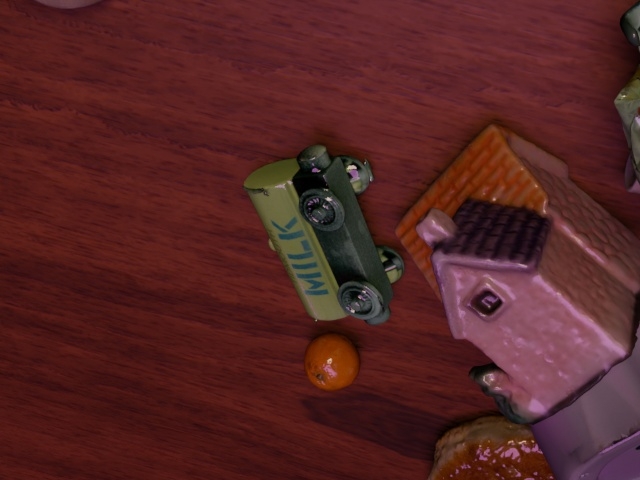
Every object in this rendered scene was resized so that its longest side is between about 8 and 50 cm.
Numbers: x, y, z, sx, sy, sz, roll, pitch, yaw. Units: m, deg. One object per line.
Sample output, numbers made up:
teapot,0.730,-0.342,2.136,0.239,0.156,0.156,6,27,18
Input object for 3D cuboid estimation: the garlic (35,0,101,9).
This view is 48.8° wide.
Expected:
garlic,-0.282,-0.286,0.748,0.152,0.066,0.084,34,123,-9

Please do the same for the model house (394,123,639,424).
model house,0.194,0.035,0.770,0.237,0.237,0.202,42,131,1

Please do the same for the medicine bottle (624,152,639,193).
medicine bottle,0.448,-0.061,0.745,0.231,0.059,0.059,10,126,6

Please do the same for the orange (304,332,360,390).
orange,0.015,0.172,0.996,0.084,0.083,0.083,6,126,9

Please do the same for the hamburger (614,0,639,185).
hamburger,0.380,-0.129,0.646,0.261,0.150,0.276,-13,100,-6

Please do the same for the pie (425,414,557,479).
pie,0.322,0.381,1.068,0.315,0.092,0.315,6,124,9

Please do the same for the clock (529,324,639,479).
clock,0.414,0.201,0.828,0.339,0.102,0.338,-11,141,-9

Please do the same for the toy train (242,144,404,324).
toy train,0.000,0.000,0.875,0.157,0.105,0.253,-4,125,32
